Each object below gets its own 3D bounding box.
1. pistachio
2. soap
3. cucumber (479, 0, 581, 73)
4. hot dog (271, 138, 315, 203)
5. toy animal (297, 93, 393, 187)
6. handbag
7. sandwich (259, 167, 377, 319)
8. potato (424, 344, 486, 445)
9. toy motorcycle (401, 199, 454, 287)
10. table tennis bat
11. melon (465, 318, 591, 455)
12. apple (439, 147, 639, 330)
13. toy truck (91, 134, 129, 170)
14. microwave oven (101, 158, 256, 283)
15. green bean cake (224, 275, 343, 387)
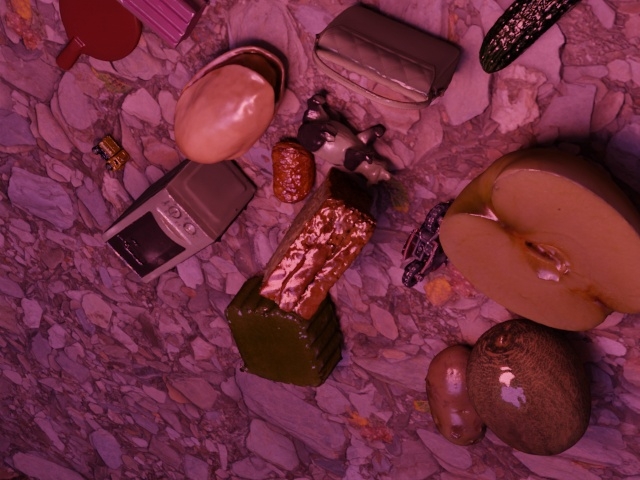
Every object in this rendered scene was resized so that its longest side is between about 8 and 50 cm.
[{"bbox_3d":[-0.193,-0.274,1.913,0.187,0.187,0.299,44,129,-7],"label":"pistachio"},{"bbox_3d":[-0.339,-0.502,1.897,0.203,0.065,0.122,41,137,-4],"label":"soap"},{"bbox_3d":[0.345,-0.371,1.549,0.077,0.077,0.265,43,138,-6],"label":"cucumber"},{"bbox_3d":[-0.065,-0.153,2.022,0.099,0.065,0.147,12,121,26],"label":"hot dog"},{"bbox_3d":[0.051,-0.192,1.890,0.225,0.093,0.121,28,148,-3],"label":"toy animal"},{"bbox_3d":[0.107,-0.312,1.651,0.256,0.219,0.079,27,135,13],"label":"handbag"},{"bbox_3d":[0.000,-0.001,1.950,0.131,0.325,0.262,33,104,-8],"label":"sandwich"},{"bbox_3d":[0.323,0.354,2.147,0.165,0.165,0.262,5,118,31],"label":"potato"},{"bbox_3d":[0.234,0.003,1.940,0.084,0.118,0.212,40,129,28],"label":"toy motorcycle"},{"bbox_3d":[-0.508,-0.472,2.059,0.200,0.038,0.310,47,137,-10],"label":"table tennis bat"},{"bbox_3d":[0.442,0.314,1.962,0.249,0.248,0.329,-6,126,37],"label":"melon"},{"bbox_3d":[0.419,0.010,1.685,0.360,0.320,0.311,37,100,-8],"label":"apple"},{"bbox_3d":[-0.511,-0.213,2.281,0.083,0.049,0.054,50,135,-12],"label":"toy truck"},{"bbox_3d":[-0.322,-0.057,2.150,0.181,0.237,0.295,49,135,-12],"label":"microwave oven"},{"bbox_3d":[-0.086,0.224,2.299,0.247,0.156,0.249,3,128,30],"label":"green bean cake"}]
